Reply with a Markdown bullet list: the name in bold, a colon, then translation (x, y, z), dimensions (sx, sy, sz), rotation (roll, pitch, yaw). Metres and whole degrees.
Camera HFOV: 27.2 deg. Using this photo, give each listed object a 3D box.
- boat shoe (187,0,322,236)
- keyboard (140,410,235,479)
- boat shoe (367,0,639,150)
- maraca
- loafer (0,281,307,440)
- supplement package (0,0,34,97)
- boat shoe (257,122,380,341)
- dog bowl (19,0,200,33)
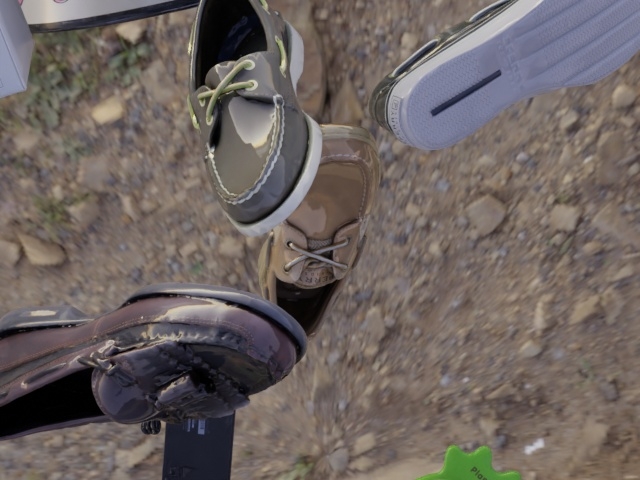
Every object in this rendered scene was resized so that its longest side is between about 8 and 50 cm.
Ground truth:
- **boat shoe**: translation (-0.068, -0.123, 1.158), dimensions (0.109, 0.305, 0.091), rotation (-30, 126, 19)
- **keyboard**: translation (-0.150, 0.196, 1.507), dimensions (0.108, 0.023, 0.180), rotation (5, 98, 3)
- **boat shoe**: translation (0.194, -0.205, 1.374), dimensions (0.335, 0.119, 0.121), rotation (-25, 118, -18)
- **maraca**: translation (0.137, 0.305, 1.426), dimensions (0.127, 0.099, 0.185), rotation (40, 99, -1)
- **loafer**: translation (-0.137, 0.100, 0.923), dimensions (0.109, 0.302, 0.095), rotation (47, 52, -33)
- **supplement package**: translation (-0.421, -0.206, 1.198), dimensions (0.263, 0.199, 0.198), rotation (-19, 112, -2)
- **boat shoe**: translation (0.000, 0.000, 1.455), dimensions (0.122, 0.341, 0.110), rotation (0, 58, -8)
- **dog bowl**: translation (-0.200, -0.377, 1.624), dimensions (0.408, 0.408, 0.150), rotation (-12, 108, -2)
